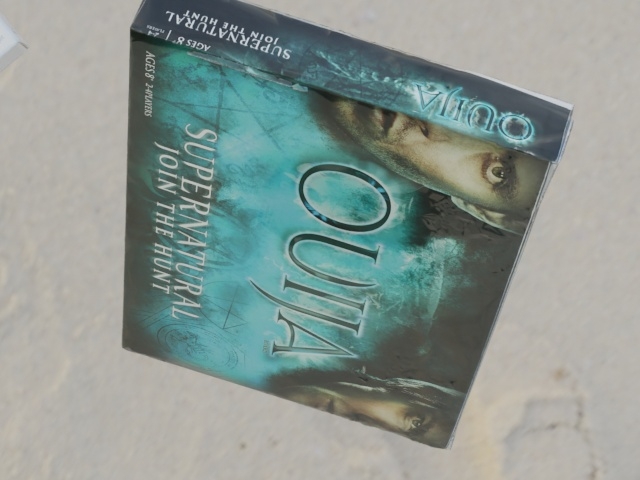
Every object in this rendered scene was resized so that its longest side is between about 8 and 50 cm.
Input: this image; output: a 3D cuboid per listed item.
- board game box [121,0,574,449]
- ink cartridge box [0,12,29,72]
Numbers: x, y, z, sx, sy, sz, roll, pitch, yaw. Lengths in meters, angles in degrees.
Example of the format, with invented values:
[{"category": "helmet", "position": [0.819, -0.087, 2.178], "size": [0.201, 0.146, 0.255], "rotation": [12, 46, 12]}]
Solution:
[{"category": "board game box", "position": [0.000, 0.000, 0.584], "size": [0.126, 0.186, 0.026], "rotation": [17, 58, 5]}, {"category": "ink cartridge box", "position": [-0.327, -0.175, 1.386], "size": [0.127, 0.072, 0.175], "rotation": [-40, 93, -1]}]
